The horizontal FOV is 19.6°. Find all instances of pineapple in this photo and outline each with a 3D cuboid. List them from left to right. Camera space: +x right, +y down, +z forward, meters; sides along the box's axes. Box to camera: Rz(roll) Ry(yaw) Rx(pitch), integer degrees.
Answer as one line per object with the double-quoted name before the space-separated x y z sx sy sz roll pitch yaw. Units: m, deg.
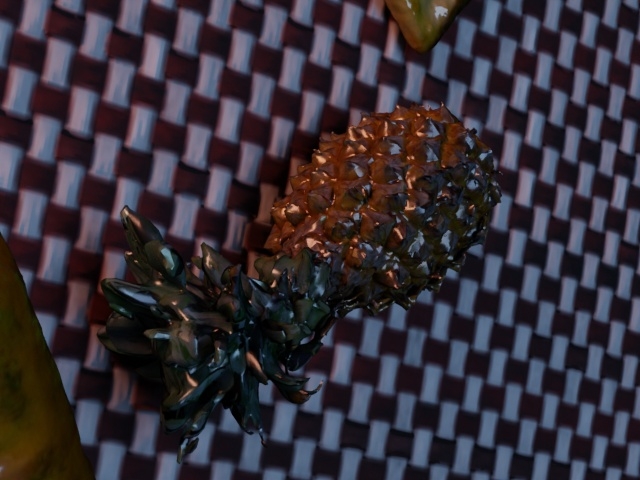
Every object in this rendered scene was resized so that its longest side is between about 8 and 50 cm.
"pineapple" 0.000 0.000 0.795 0.221 0.083 0.103 -36 131 -37

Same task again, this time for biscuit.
"biscuit" 0.050 -0.143 0.883 0.083 0.018 0.081 -52 124 -30

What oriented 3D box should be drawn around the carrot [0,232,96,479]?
"carrot" -0.133 0.096 0.658 0.114 0.114 0.302 -36 116 -37
